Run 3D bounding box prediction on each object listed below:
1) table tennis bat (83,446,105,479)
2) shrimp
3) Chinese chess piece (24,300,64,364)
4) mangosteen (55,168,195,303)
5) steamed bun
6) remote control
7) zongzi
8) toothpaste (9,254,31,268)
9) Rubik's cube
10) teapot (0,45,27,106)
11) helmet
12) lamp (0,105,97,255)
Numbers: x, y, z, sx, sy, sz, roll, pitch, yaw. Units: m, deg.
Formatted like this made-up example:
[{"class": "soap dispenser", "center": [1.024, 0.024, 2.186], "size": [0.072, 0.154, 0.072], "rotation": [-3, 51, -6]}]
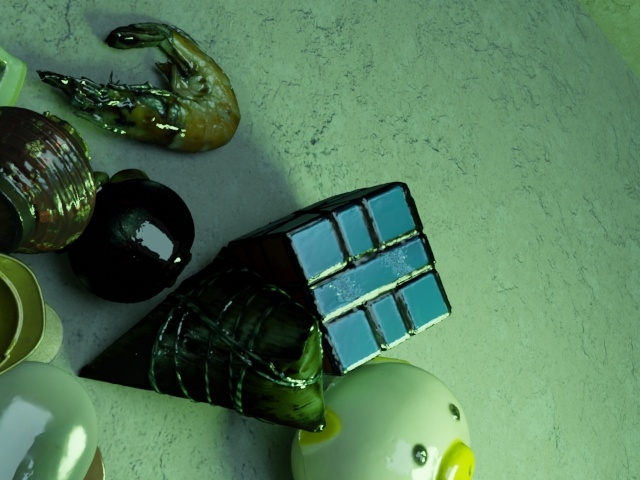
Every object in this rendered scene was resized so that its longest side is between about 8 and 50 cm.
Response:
[{"class": "table tennis bat", "center": [-0.429, 0.323, 1.442], "size": [0.138, 0.022, 0.246], "rotation": [-35, 104, -44]}, {"class": "shrimp", "center": [-0.327, -0.300, 1.699], "size": [0.445, 0.085, 0.272], "rotation": [0, 72, -47]}, {"class": "Chinese chess piece", "center": [-0.466, 0.149, 1.440], "size": [0.122, 0.051, 0.122], "rotation": [14, 70, -41]}, {"class": "mangosteen", "center": [-0.326, -0.010, 1.521], "size": [0.243, 0.243, 0.243], "rotation": [16, 66, -40]}, {"class": "steamed bun", "center": [0.117, 0.400, 1.738], "size": [0.374, 0.334, 0.334], "rotation": [-38, 104, -49]}, {"class": "remote control", "center": [-0.457, 0.337, 1.335], "size": [0.221, 0.103, 0.332], "rotation": [35, 62, -25]}, {"class": "zongzi", "center": [-0.192, 0.189, 1.524], "size": [0.362, 0.383, 0.319], "rotation": [-33, 140, -25]}, {"class": "toothpaste", "center": [-0.560, 0.047, 1.387], "size": [0.248, 0.047, 0.078], "rotation": [2, 82, -42]}, {"class": "Rubik's cube", "center": [0.031, 0.071, 1.726], "size": [0.288, 0.293, 0.283], "rotation": [-26, 100, -30]}, {"class": "teapot", "center": [-0.620, -0.268, 1.355], "size": [0.239, 0.321, 0.239], "rotation": [18, 80, 5]}, {"class": "helmet", "center": [-0.541, 0.117, 1.310], "size": [0.257, 0.140, 0.205], "rotation": [-9, 84, -33]}, {"class": "lamp", "center": [-0.450, -0.092, 1.376], "size": [0.247, 0.247, 0.247], "rotation": [16, 66, -40]}]
